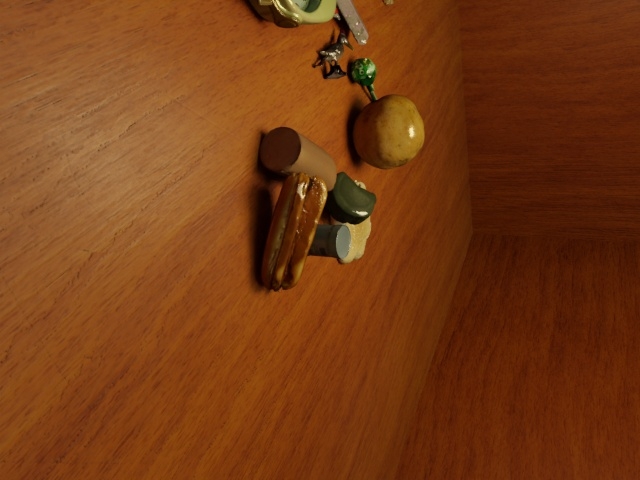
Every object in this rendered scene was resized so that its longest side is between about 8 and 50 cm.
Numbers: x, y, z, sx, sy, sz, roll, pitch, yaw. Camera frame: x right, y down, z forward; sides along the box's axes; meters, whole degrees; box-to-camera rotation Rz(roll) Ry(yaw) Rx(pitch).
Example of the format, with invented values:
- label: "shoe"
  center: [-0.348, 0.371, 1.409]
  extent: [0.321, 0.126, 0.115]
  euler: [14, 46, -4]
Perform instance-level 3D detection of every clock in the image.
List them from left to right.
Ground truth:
- label: "clock"
  center: [-0.088, -0.671, 1.110]
  extent: [0.348, 0.117, 0.286]
  euler: [-46, 133, -48]

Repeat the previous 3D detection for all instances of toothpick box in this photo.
- label: "toothpick box"
  center: [0.000, 0.000, 1.327]
  extent: [0.101, 0.153, 0.101]
  euler: [-16, 109, -60]

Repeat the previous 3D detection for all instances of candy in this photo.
- label: "candy"
  center: [0.185, -0.567, 1.694]
  extent: [0.323, 0.097, 0.097]
  euler: [34, 64, -68]

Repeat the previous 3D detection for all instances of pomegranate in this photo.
- label: "pomegranate"
  center: [0.241, -0.380, 1.620]
  extent: [0.260, 0.260, 0.260]
  euler: [-14, 106, -60]

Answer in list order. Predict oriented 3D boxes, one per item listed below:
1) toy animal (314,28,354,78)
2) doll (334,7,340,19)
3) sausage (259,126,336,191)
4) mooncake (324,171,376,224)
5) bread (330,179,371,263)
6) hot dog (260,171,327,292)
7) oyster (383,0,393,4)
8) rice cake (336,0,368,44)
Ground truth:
- label: "toy animal"
  center: [0.046, -0.587, 1.425]
  extent: [0.105, 0.070, 0.202]
  euler: [37, 64, -36]
- label: "doll"
  center: [0.025, -0.718, 1.396]
  extent: [0.114, 0.039, 0.057]
  euler: [36, 35, -49]
- label: "sausage"
  center: [-0.047, -0.214, 1.244]
  extent: [0.253, 0.123, 0.123]
  euler: [17, 79, -62]
- label: "mooncake"
  center: [0.092, -0.136, 1.480]
  extent: [0.168, 0.104, 0.175]
  euler: [-23, 81, -28]
- label: "bread"
  center: [0.118, -0.067, 1.644]
  extent: [0.316, 0.054, 0.316]
  euler: [-20, 113, -60]
- label: "hot dog"
  center: [-0.084, -0.015, 1.193]
  extent: [0.135, 0.100, 0.337]
  euler: [1, 110, -49]
- label: "oyster"
  center: [0.261, -0.981, 1.815]
  extent: [0.083, 0.038, 0.080]
  euler: [59, 26, -9]
- label: "rice cake"
  center: [0.074, -0.749, 1.426]
  extent: [0.298, 0.050, 0.106]
  euler: [35, 31, -59]
